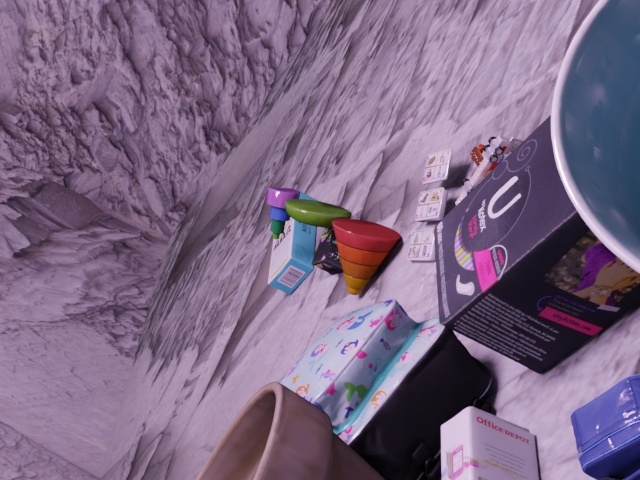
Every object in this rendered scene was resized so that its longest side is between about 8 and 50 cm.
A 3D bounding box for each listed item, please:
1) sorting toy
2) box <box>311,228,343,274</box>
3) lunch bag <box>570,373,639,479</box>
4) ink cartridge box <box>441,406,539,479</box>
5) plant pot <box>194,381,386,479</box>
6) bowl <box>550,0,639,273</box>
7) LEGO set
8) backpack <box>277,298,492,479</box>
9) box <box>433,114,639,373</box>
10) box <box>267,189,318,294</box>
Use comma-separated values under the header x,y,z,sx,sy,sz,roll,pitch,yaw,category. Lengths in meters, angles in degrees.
x,y,z,sx,sy,sz,roll,pitch,yaw,category
0.000,0.000,1.422,0.365,0.127,0.126,27,111,51,sorting toy
0.029,0.017,1.489,0.062,0.052,0.083,-20,46,62,box
0.264,0.171,0.651,0.098,0.067,0.065,-50,22,35,lunch bag
0.171,0.241,0.764,0.052,0.089,0.122,-49,23,42,ink cartridge box
-0.003,0.344,0.731,0.323,0.280,0.323,-58,7,11,plant pot
0.337,-0.066,0.534,0.312,0.163,0.311,-13,61,24,bowl
0.221,-0.056,1.140,0.244,0.060,0.182,171,112,-68,LEGO set
0.058,0.201,0.959,0.225,0.191,0.253,-46,3,-25,backpack
0.258,-0.013,0.798,0.270,0.143,0.165,-48,24,35,box
-0.061,0.001,1.727,0.100,0.060,0.244,-49,23,34,box
